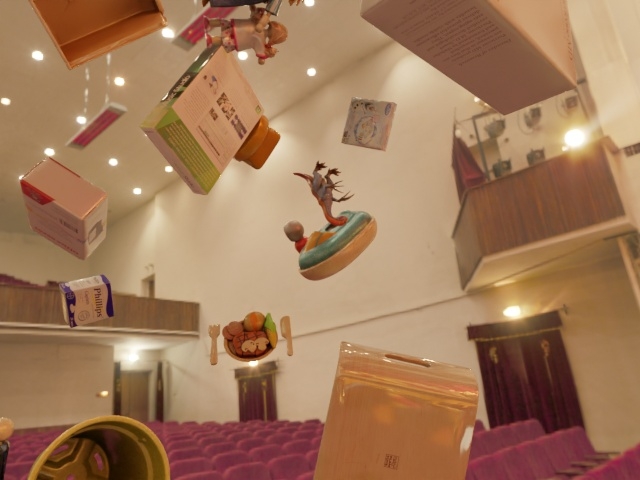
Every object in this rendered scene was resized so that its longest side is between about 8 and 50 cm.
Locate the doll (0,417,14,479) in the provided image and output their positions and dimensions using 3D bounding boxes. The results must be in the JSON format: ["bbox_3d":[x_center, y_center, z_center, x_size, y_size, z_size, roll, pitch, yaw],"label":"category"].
[{"bbox_3d":[-0.528,0.379,0.780,0.046,0.189,0.129,7,-2,-15],"label":"doll"}]

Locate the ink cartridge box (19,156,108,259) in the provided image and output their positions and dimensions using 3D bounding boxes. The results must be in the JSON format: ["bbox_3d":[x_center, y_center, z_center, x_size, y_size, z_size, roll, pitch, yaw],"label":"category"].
[{"bbox_3d":[-0.481,-0.055,0.922,0.127,0.072,0.175,33,-35,-6],"label":"ink cartridge box"}]

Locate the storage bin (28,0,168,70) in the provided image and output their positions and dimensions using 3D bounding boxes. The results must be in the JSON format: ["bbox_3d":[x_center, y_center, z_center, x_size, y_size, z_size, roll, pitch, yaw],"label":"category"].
[{"bbox_3d":[-0.490,-0.550,1.021,0.260,0.123,0.262,-33,-41,-16],"label":"storage bin"}]

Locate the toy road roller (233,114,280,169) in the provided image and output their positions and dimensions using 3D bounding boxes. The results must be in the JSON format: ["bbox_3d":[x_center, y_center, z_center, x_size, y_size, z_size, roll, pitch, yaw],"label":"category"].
[{"bbox_3d":[-0.280,-0.354,1.532,0.240,0.202,0.329,34,0,-44],"label":"toy road roller"}]

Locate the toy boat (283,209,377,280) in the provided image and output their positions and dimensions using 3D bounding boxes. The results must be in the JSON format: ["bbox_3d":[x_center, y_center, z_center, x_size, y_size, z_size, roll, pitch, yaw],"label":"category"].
[{"bbox_3d":[0.000,0.000,1.427,0.267,0.148,0.318,-42,18,-25],"label":"toy boat"}]

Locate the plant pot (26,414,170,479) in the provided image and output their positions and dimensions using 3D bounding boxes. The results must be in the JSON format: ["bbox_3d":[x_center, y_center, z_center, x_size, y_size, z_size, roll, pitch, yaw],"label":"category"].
[{"bbox_3d":[-0.506,0.521,1.045,0.276,0.276,0.254,10,-21,-38],"label":"plant pot"}]

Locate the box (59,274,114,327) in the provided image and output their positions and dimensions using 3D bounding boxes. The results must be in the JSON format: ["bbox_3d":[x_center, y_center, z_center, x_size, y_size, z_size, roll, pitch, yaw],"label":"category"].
[{"bbox_3d":[-0.741,0.191,1.545,0.137,0.126,0.072,-15,26,-39],"label":"box"}]

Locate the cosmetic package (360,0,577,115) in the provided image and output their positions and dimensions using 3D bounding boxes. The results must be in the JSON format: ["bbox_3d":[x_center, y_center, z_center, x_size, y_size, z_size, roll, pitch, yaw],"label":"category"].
[{"bbox_3d":[0.276,-0.422,0.859,0.453,0.230,0.161,12,-18,-42],"label":"cosmetic package"}]

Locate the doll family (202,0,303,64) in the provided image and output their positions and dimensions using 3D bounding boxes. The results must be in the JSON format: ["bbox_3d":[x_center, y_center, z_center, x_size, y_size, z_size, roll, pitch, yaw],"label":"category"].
[{"bbox_3d":[-0.109,-0.423,0.762,0.163,0.263,0.118,-7,0,-12],"label":"doll family"}]

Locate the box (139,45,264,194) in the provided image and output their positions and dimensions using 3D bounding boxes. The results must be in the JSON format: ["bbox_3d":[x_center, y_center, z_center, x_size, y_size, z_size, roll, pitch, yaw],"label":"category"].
[{"bbox_3d":[-0.283,-0.310,1.230,0.058,0.322,0.232,8,-33,31],"label":"box"}]

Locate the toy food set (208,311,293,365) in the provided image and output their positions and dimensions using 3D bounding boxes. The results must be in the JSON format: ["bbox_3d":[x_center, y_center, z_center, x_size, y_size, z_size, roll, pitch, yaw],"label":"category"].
[{"bbox_3d":[-0.160,0.217,1.106,0.192,0.132,0.038,-6,-49,-7],"label":"toy food set"}]

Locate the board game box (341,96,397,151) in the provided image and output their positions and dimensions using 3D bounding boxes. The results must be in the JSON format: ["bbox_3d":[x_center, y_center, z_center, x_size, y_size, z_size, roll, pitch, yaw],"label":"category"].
[{"bbox_3d":[0.091,-0.221,0.922,0.090,0.090,0.020,17,6,29],"label":"board game box"}]

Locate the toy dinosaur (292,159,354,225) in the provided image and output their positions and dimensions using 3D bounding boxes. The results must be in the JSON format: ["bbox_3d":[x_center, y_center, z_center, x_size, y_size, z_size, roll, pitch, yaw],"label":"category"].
[{"bbox_3d":[0.008,-0.052,0.590,0.090,0.082,0.047,-15,-30,41],"label":"toy dinosaur"}]

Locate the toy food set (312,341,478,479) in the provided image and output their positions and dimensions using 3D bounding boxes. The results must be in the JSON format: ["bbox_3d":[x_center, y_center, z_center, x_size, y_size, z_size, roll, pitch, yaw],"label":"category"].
[{"bbox_3d":[0.106,0.331,0.759,0.220,0.306,0.092,12,-7,1],"label":"toy food set"}]
